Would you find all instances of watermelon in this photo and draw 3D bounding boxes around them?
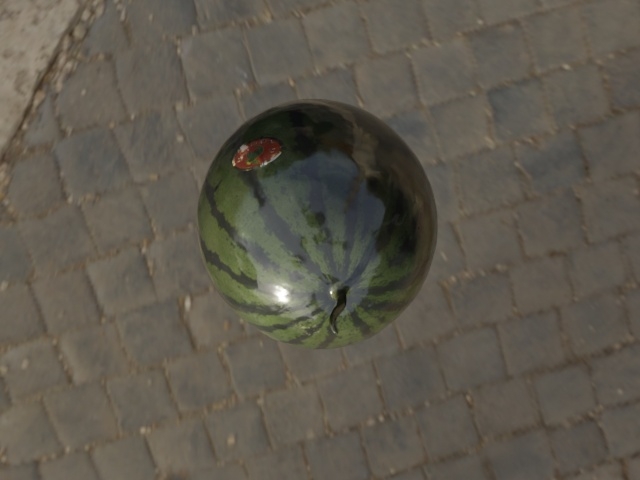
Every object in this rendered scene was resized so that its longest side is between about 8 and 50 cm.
[{"bbox_3d":[0.000,0.000,0.602,0.105,0.133,0.105,-5,126,-6],"label":"watermelon"}]
